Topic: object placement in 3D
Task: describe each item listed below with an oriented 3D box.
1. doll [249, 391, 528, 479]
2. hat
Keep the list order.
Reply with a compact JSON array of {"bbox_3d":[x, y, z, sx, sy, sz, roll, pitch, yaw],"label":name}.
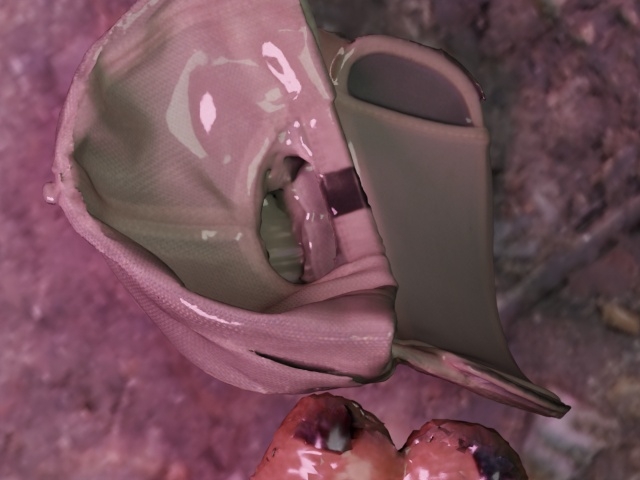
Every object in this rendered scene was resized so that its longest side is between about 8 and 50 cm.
[{"bbox_3d":[0.006,0.208,0.794,0.201,0.156,0.303,16,96,6],"label":"doll"},{"bbox_3d":[0.000,0.000,0.839,0.226,0.164,0.219,53,20,-53],"label":"hat"}]
